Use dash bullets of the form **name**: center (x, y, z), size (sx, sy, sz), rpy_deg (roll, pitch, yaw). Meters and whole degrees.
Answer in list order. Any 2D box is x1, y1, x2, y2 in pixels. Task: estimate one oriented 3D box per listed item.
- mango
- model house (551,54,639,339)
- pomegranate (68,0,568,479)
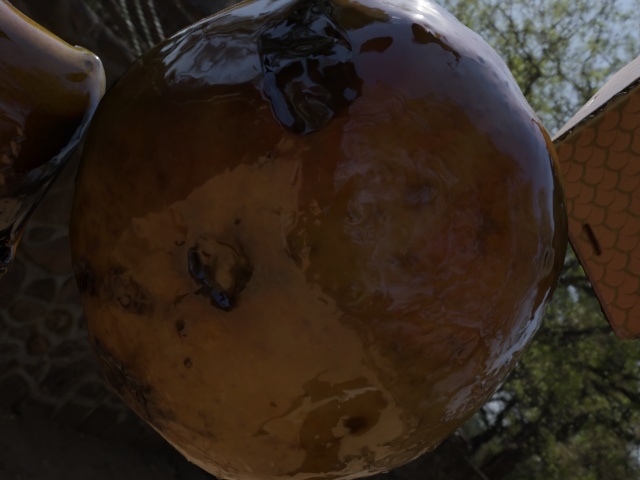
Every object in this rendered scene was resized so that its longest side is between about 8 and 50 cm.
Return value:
- **mango**: center (-0.284, -0.063, 0.566), size (0.152, 0.287, 0.201), rpy_deg (18, 28, -39)
- **model house**: center (0.294, -0.031, 0.612), size (0.244, 0.326, 0.169), rpy_deg (23, -30, -20)
- **pomegranate**: center (0.000, 0.000, 0.448), size (0.281, 0.281, 0.281), rpy_deg (47, -4, 4)
